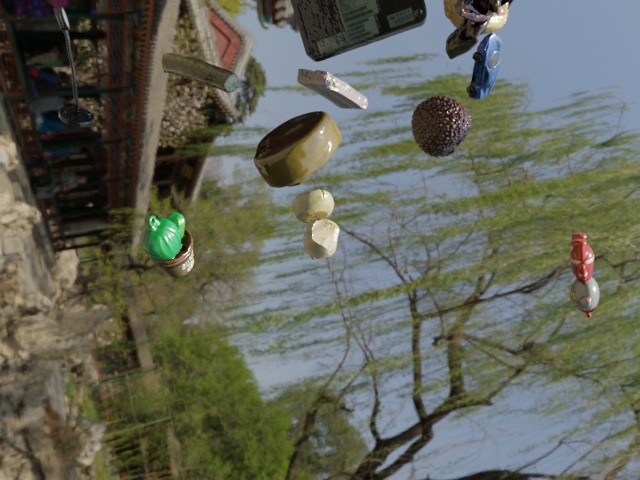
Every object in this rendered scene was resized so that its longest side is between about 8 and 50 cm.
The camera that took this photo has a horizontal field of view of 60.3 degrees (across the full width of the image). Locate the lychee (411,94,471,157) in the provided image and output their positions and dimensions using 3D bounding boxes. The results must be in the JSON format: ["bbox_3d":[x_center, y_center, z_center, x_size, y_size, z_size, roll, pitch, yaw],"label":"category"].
[{"bbox_3d":[0.354,-0.344,1.644,0.188,0.188,0.188,170,-90,-67],"label":"lychee"}]

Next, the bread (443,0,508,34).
[{"bbox_3d":[0.478,-0.756,1.723,0.134,0.244,0.244,-8,-88,54],"label":"bread"}]

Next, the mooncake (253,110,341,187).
[{"bbox_3d":[-0.054,-0.234,1.412,0.117,0.235,0.235,58,-14,-26],"label":"mooncake"}]

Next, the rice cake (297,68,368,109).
[{"bbox_3d":[0.047,-0.482,1.780,0.106,0.298,0.050,11,-89,31],"label":"rice cake"}]

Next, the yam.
[{"bbox_3d":[-0.420,-0.580,1.882,0.372,0.083,0.083,25,-55,34],"label":"yam"}]

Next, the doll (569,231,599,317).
[{"bbox_3d":[0.726,0.103,1.523,0.076,0.142,0.245,-3,-71,27],"label":"doll"}]

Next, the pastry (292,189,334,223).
[{"bbox_3d":[-0.025,-0.126,2.037,0.092,0.156,0.156,68,-26,19],"label":"pastry"}]

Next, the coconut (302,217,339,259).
[{"bbox_3d":[0.000,0.000,1.615,0.110,0.110,0.124,-24,-135,66],"label":"coconut"}]

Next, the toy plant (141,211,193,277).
[{"bbox_3d":[-0.369,0.000,1.345,0.200,0.105,0.143,82,23,-45],"label":"toy plant"}]

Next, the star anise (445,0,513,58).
[{"bbox_3d":[0.378,-0.552,1.288,0.283,0.129,0.212,110,6,-79],"label":"star anise"}]

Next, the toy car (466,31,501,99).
[{"bbox_3d":[0.492,-0.511,1.630,0.063,0.103,0.216,35,-24,24],"label":"toy car"}]

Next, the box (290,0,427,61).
[{"bbox_3d":[0.104,-0.649,1.526,0.058,0.350,0.211,-43,116,-76],"label":"box"}]

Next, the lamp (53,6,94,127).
[{"bbox_3d":[-0.823,-0.540,1.761,0.130,0.109,0.371,-114,-162,-46],"label":"lamp"}]
